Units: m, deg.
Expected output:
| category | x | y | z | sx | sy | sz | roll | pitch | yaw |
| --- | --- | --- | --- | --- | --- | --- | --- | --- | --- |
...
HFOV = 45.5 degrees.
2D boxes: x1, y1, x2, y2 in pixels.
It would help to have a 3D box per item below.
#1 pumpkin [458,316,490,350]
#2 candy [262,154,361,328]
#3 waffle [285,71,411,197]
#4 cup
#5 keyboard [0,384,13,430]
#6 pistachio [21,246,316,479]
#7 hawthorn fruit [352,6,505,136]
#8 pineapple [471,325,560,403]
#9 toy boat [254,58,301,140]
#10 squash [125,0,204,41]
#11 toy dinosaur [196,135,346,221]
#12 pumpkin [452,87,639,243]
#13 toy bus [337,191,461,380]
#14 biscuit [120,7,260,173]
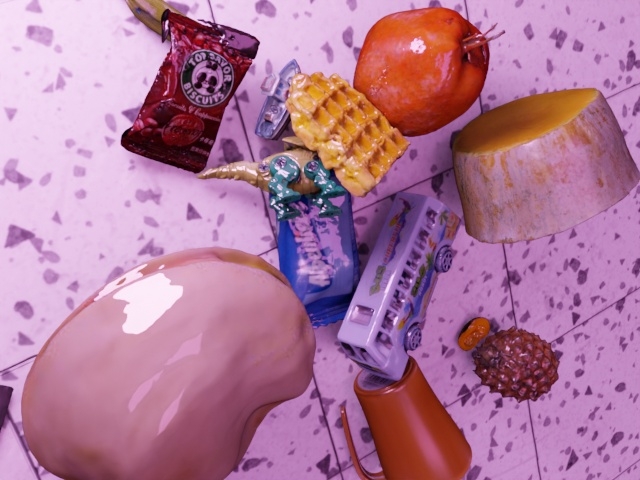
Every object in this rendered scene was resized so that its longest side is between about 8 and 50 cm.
| category | x | y | z | sx | sy | sz | roll | pitch | yaw |
| --- | --- | --- | --- | --- | --- | --- | --- | --- | --- |
| pumpkin | 0.317 | 0.193 | 1.604 | 0.083 | 0.028 | 0.050 | -45 | 114 | -5 |
| candy | 0.000 | 0.000 | 1.338 | 0.187 | 0.077 | 0.332 | -14 | 107 | -21 |
| waffle | 0.030 | -0.180 | 1.201 | 0.211 | 0.055 | 0.160 | 44 | 41 | -5 |
| cup | 0.152 | 0.367 | 1.485 | 0.226 | 0.182 | 0.264 | -23 | 109 | 10 |
| keyboard | -0.521 | 0.304 | 1.135 | 0.074 | 0.015 | 0.197 | 15 | 95 | -37 |
| pistachio | -0.213 | 0.202 | 1.135 | 0.445 | 0.281 | 0.366 | -26 | 118 | -19 |
| hawthorn fruit | 0.184 | -0.287 | 1.250 | 0.211 | 0.299 | 0.212 | 4 | 83 | -33 |
| pineapple | 0.395 | 0.255 | 1.592 | 0.193 | 0.166 | 0.166 | 24 | 89 | -33 |
| toy boat | -0.071 | -0.233 | 1.240 | 0.066 | 0.059 | 0.140 | 30 | 84 | -49 |
| squash | -0.224 | -0.325 | 1.131 | 0.183 | 0.052 | 0.052 | 29 | 87 | -35 |
| toy dinosaur | -0.062 | -0.102 | 1.216 | 0.259 | 0.153 | 0.094 | -15 | 150 | -12 |
| pumpkin | 0.389 | -0.150 | 1.405 | 0.332 | 0.332 | 0.199 | -32 | 103 | -21 |
| toy bus | 0.142 | 0.078 | 1.383 | 0.136 | 0.109 | 0.330 | 38 | 70 | -47 |
| biscuit | -0.198 | -0.217 | 1.136 | 0.151 | 0.063 | 0.236 | 12 | 109 | -39 |
